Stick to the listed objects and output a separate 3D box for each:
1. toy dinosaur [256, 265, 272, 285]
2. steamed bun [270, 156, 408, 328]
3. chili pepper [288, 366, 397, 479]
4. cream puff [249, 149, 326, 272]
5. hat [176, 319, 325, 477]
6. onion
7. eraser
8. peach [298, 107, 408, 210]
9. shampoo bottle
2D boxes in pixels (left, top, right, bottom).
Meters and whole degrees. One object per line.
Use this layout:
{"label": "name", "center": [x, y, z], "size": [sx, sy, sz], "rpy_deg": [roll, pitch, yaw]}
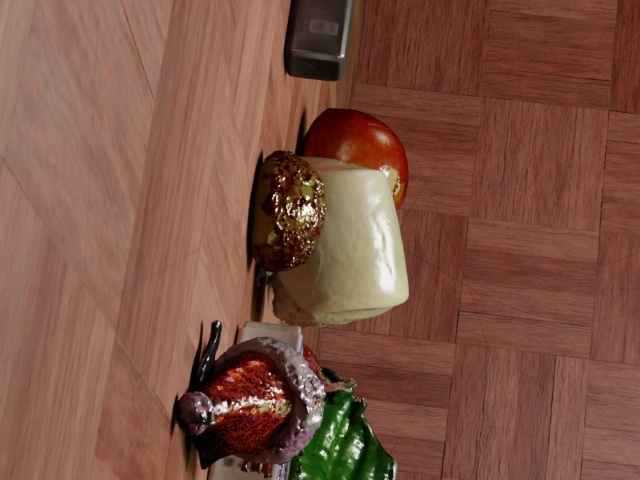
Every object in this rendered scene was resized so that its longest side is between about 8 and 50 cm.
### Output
{"label": "toy dinosaur", "center": [-0.070, 0.020, 1.898], "size": [0.062, 0.021, 0.083], "rpy_deg": [-98, -163, -74]}
{"label": "steamed bun", "center": [0.000, 0.000, 1.944], "size": [0.170, 0.200, 0.226], "rpy_deg": [-11, 92, -44]}
{"label": "chili pepper", "center": [-0.016, 0.391, 2.288], "size": [0.167, 0.213, 0.385], "rpy_deg": [-22, -135, 44]}
{"label": "cream puff", "center": [-0.038, -0.034, 1.797], "size": [0.149, 0.084, 0.149], "rpy_deg": [5, 90, -86]}
{"label": "hat", "center": [-0.087, 0.165, 1.418], "size": [0.140, 0.129, 0.227], "rpy_deg": [-60, 162, 10]}
{"label": "onion", "center": [-0.015, 0.222, 2.189], "size": [0.150, 0.140, 0.150], "rpy_deg": [2, 90, -76]}
{"label": "eraser", "center": [-0.075, 0.239, 1.716], "size": [0.124, 0.081, 0.279], "rpy_deg": [92, 6, -51]}
{"label": "peach", "center": [0.047, -0.118, 2.345], "size": [0.197, 0.197, 0.197], "rpy_deg": [7, 90, -87]}
{"label": "shampoo bottle", "center": [0.007, -0.338, 1.987], "size": [0.079, 0.080, 0.246], "rpy_deg": [92, 6, -72]}
